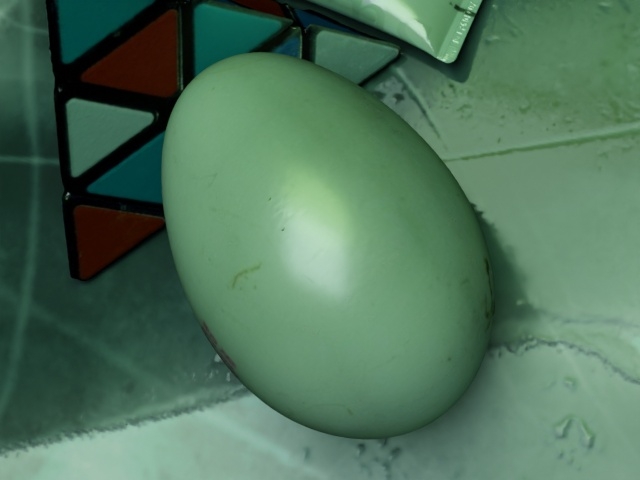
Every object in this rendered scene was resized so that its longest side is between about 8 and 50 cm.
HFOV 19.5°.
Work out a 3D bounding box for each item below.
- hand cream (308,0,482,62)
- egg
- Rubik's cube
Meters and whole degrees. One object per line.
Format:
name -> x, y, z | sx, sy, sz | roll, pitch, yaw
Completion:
hand cream -> 0.012, -0.186, 1.272 | 0.205, 0.050, 0.078 | 21, 72, 15
egg -> 0.000, 0.000, 1.156 | 0.183, 0.183, 0.264 | -33, 76, 6
Rubik's cube -> -0.062, -0.094, 1.259 | 0.234, 0.284, 0.250 | -2, 102, -6
